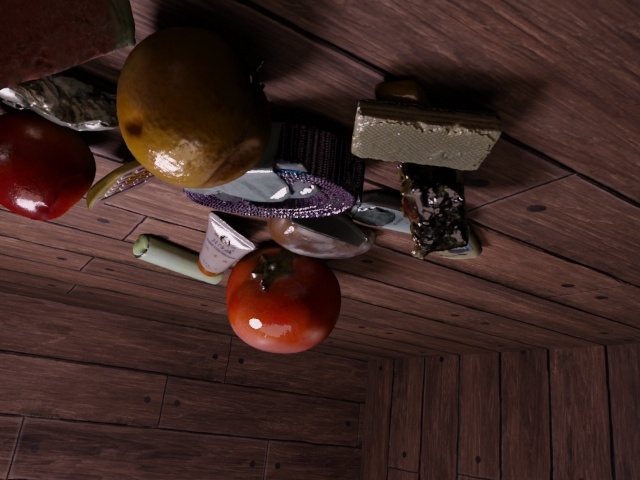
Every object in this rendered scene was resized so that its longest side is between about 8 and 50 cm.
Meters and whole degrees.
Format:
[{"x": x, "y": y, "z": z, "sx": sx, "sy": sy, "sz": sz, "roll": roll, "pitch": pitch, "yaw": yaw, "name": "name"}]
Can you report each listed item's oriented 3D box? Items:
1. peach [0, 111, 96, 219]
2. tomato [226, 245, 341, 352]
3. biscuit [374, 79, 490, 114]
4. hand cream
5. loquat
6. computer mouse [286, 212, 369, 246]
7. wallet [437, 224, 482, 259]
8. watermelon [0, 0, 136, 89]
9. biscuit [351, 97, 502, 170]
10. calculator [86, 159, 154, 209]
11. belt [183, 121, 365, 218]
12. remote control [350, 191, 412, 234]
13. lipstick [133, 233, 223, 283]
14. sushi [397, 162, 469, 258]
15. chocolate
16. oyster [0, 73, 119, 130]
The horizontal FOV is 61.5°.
[{"x": -0.508, "y": -0.135, "z": 0.953, "sx": 0.197, "sy": 0.197, "sz": 0.197, "roll": 6, "pitch": 161, "yaw": 2, "name": "peach"}, {"x": -0.101, "y": 0.171, "z": 1.482, "sx": 0.322, "sy": 0.321, "sz": 0.321, "roll": 6, "pitch": 161, "yaw": 2, "name": "tomato"}, {"x": 0.176, "y": -0.179, "z": 0.803, "sx": 0.183, "sy": 0.039, "sz": 0.174, "roll": 3, "pitch": 159, "yaw": 10, "name": "biscuit"}, {"x": -0.258, "y": 0.021, "z": 1.445, "sx": 0.140, "sy": 0.089, "sz": 0.314, "roll": 37, "pitch": 151, "yaw": -3, "name": "hand cream"}, {"x": -0.158, "y": -0.165, "z": 0.710, "sx": 0.213, "sy": 0.213, "sz": 0.213, "roll": 6, "pitch": 161, "yaw": 2, "name": "loquat"}, {"x": 0.011, "y": -0.050, "z": 1.147, "sx": 0.231, "sy": 0.071, "sz": 0.126, "roll": 19, "pitch": -175, "yaw": -25, "name": "computer mouse"}, {"x": 0.316, "y": 0.006, "z": 1.283, "sx": 0.110, "sy": 0.039, "sz": 0.155, "roll": -5, "pitch": 157, "yaw": 27, "name": "wallet"}, {"x": -0.300, "y": -0.248, "z": 0.473, "sx": 0.250, "sy": 0.292, "sz": 0.283, "roll": -19, "pitch": 168, "yaw": -20, "name": "watermelon"}, {"x": 0.146, "y": -0.149, "z": 0.780, "sx": 0.200, "sy": 0.040, "sz": 0.121, "roll": 7, "pitch": 162, "yaw": 0, "name": "biscuit"}, {"x": -0.361, "y": -0.123, "z": 1.024, "sx": 0.157, "sy": 0.033, "sz": 0.236, "roll": -33, "pitch": -171, "yaw": -40, "name": "calculator"}, {"x": -0.088, "y": -0.116, "z": 0.951, "sx": 0.325, "sy": 0.122, "sz": 0.260, "roll": 1, "pitch": 167, "yaw": 23, "name": "belt"}, {"x": 0.184, "y": -0.051, "z": 1.144, "sx": 0.247, "sy": 0.052, "sz": 0.104, "roll": 12, "pitch": 159, "yaw": -13, "name": "remote control"}, {"x": -0.426, "y": 0.062, "z": 1.639, "sx": 0.076, "sy": 0.076, "sz": 0.304, "roll": -9, "pitch": 156, "yaw": 37, "name": "lipstick"}, {"x": 0.201, "y": -0.075, "z": 0.955, "sx": 0.115, "sy": 0.147, "sz": 0.212, "roll": -5, "pitch": 149, "yaw": 16, "name": "sushi"}, {"x": 0.001, "y": 0.001, "z": 1.310, "sx": 0.254, "sy": 0.080, "sz": 0.157, "roll": 17, "pitch": 159, "yaw": -27, "name": "chocolate"}, {"x": -0.427, "y": -0.221, "z": 0.800, "sx": 0.252, "sy": 0.087, "sz": 0.199, "roll": 9, "pitch": 172, "yaw": 14, "name": "oyster"}]
